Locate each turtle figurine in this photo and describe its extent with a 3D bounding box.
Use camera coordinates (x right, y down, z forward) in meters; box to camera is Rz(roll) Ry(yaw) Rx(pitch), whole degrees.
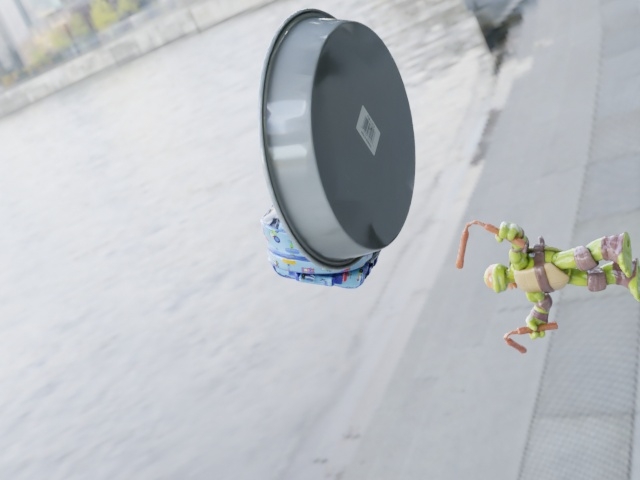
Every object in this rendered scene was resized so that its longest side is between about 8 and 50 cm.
[{"bbox_3d":[0.311,0.049,1.544,0.217,0.269,0.087,-6,42,24],"label":"turtle figurine"}]

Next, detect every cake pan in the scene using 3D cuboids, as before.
[{"bbox_3d":[0.029,-0.114,1.282,0.054,0.293,0.293,-5,21,29],"label":"cake pan"}]

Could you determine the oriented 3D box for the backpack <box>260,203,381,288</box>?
[{"bbox_3d":[0.000,0.000,1.508,0.158,0.116,0.173,7,18,9],"label":"backpack"}]
